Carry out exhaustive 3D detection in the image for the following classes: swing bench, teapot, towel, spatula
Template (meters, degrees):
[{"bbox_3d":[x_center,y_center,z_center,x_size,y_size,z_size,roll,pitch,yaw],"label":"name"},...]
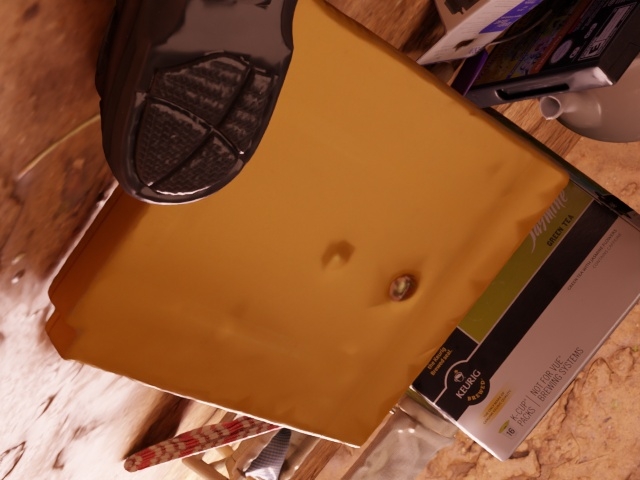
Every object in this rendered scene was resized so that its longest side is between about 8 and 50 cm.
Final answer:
[{"bbox_3d":[0.008,0.265,1.470,0.253,0.255,0.165,-52,168,4],"label":"swing bench"},{"bbox_3d":[0.370,-0.259,1.374,0.253,0.256,0.187,-16,152,10],"label":"teapot"},{"bbox_3d":[-0.105,0.207,1.242,0.197,0.029,0.144,-19,174,13],"label":"towel"},{"bbox_3d":[0.227,-0.241,1.223,0.296,0.030,0.084,-43,-166,10],"label":"spatula"}]

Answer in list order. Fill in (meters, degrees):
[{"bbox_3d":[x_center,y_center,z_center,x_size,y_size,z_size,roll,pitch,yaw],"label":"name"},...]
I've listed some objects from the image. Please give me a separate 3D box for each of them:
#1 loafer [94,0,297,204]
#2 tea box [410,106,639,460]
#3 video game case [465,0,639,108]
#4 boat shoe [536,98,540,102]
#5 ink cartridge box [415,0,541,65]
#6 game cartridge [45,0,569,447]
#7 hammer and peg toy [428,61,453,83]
[{"bbox_3d":[-0.041,-0.160,0.513,0.109,0.095,0.302,3,126,-38],"label":"loafer"},{"bbox_3d":[0.226,0.041,1.449,0.329,0.323,0.220,-54,167,14],"label":"tea box"},{"bbox_3d":[0.301,-0.261,1.211,0.275,0.035,0.248,-52,-160,-15],"label":"video game case"},{"bbox_3d":[0.405,-0.322,1.550,0.342,0.123,0.123,-52,171,35],"label":"boat shoe"},{"bbox_3d":[0.186,-0.247,1.077,0.208,0.045,0.206,-37,174,27],"label":"ink cartridge box"},{"bbox_3d":[0.000,0.000,0.802,0.324,0.052,0.285,27,104,-43],"label":"game cartridge"},{"bbox_3d":[0.063,-0.017,1.150,0.266,0.127,0.361,-38,162,-46],"label":"hammer and peg toy"}]
